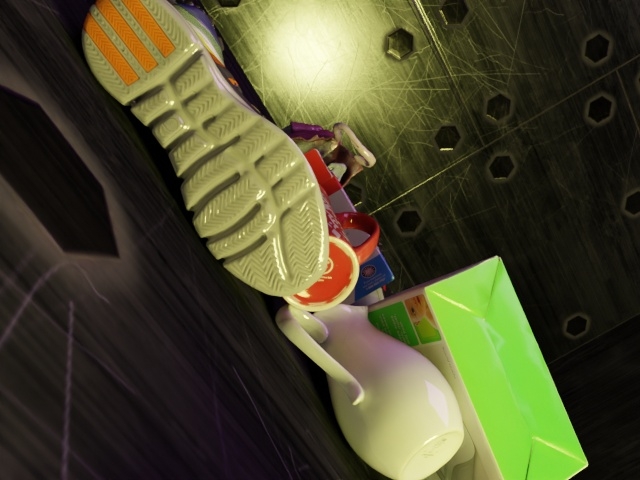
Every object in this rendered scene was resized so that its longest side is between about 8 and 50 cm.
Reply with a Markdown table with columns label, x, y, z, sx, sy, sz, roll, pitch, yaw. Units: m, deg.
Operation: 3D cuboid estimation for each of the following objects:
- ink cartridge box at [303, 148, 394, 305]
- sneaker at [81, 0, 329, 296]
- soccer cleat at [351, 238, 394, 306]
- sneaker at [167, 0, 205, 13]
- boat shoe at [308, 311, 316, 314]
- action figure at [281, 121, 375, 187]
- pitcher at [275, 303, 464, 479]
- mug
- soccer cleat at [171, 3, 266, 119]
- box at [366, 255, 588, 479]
| label | x | y | z | sx | sy | sz | roll | pitch | yaw |
| --- | --- | --- | --- | --- | --- | --- | --- | --- | --- |
| ink cartridge box | -0.002 | -0.012 | 0.992 | 0.231 | 0.134 | 0.078 | 59 | 5 | -9 |
| sneaker | -0.093 | -0.101 | 0.655 | 0.321 | 0.124 | 0.180 | 59 | 6 | -9 |
| soccer cleat | 0.104 | 0.129 | 1.496 | 0.109 | 0.116 | 0.319 | -62 | 144 | -51 |
| sneaker | -0.255 | -0.384 | 1.094 | 0.209 | 0.081 | 0.094 | 57 | -18 | 12 |
| boat shoe | 0.020 | 0.139 | 0.872 | 0.042 | 0.048 | 0.133 | -8 | 72 | -55 |
| action figure | -0.012 | -0.243 | 1.653 | 0.248 | 0.275 | 0.370 | 53 | 19 | -8 |
| pitcher | 0.047 | 0.153 | 0.706 | 0.177 | 0.125 | 0.207 | 22 | 21 | -47 |
| mug | -0.006 | -0.007 | 0.756 | 0.113 | 0.150 | 0.169 | 63 | -1 | -27 |
| soccer cleat | -0.169 | -0.216 | 0.969 | 0.121 | 0.093 | 0.289 | -27 | 91 | -55 |
| box | 0.167 | 0.180 | 0.820 | 0.231 | 0.126 | 0.262 | -31 | -101 | 61 |
